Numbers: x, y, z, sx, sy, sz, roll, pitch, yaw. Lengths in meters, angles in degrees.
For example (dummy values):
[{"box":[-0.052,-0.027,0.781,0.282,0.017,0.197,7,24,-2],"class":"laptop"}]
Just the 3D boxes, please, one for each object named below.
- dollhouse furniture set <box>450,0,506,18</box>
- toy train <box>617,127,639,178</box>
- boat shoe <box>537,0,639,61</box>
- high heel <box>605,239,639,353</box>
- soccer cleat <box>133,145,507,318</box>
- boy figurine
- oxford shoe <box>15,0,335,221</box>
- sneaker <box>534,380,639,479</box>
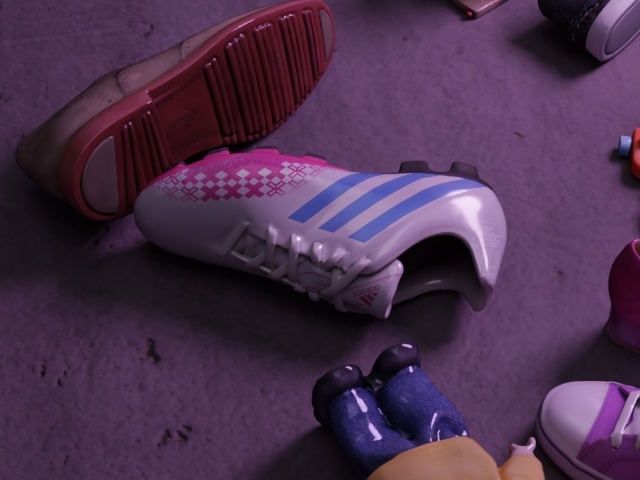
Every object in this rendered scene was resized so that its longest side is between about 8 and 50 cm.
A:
[{"box":[0.147,-0.346,1.855,0.129,0.129,0.184,-32,60,-23],"class":"dollhouse furniture set"},{"box":[0.358,-0.062,1.686,0.166,0.046,0.125,10,53,8],"class":"toy train"},{"box":[0.340,-0.304,1.835,0.091,0.114,0.302,38,60,19],"class":"boat shoe"},{"box":[0.361,0.071,1.536,0.244,0.117,0.082,22,55,16],"class":"high heel"},{"box":[0.000,0.000,1.589,0.331,0.116,0.143,0,53,-1],"class":"soccer cleat"},{"box":[0.104,0.211,1.441,0.177,0.092,0.285,-22,56,-17],"class":"boy figurine"},{"box":[-0.133,-0.146,1.704,0.348,0.123,0.130,-32,38,-34],"class":"oxford shoe"},{"box":[0.312,0.149,1.449,0.282,0.161,0.102,17,55,14],"class":"sneaker"}]
